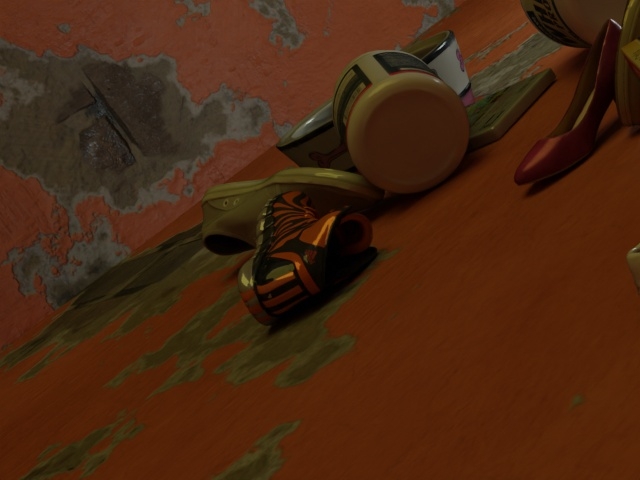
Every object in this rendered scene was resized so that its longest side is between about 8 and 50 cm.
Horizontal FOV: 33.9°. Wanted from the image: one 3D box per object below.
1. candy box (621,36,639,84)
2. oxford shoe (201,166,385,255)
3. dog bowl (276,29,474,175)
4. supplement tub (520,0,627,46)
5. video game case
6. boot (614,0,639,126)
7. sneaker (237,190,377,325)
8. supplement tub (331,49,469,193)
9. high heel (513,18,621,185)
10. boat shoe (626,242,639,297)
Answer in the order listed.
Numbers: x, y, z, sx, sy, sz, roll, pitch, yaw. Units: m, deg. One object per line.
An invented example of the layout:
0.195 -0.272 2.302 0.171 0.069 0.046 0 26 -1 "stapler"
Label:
0.471 -0.203 1.009 0.317 0.122 0.268 -32 13 16 "candy box"
-0.058 -0.043 1.838 0.449 0.169 0.130 -9 68 48 "oxford shoe"
0.121 -0.239 2.058 0.408 0.150 0.408 -33 12 8 "dog bowl"
0.453 -0.429 1.703 0.235 0.235 0.325 -33 11 4 "supplement tub"
0.274 -0.203 1.800 0.206 0.026 0.227 -21 18 48 "video game case"
0.466 -0.251 1.239 0.204 0.261 0.095 12 -5 22 "boot"
0.000 0.000 1.539 0.180 0.124 0.321 -25 24 20 "sneaker"
0.121 -0.201 1.704 0.191 0.191 0.272 -33 21 6 "supplement tub"
0.315 -0.172 1.320 0.244 0.117 0.082 -36 12 -12 "high heel"
0.319 -0.036 0.803 0.098 0.096 0.277 -21 17 50 "boat shoe"
